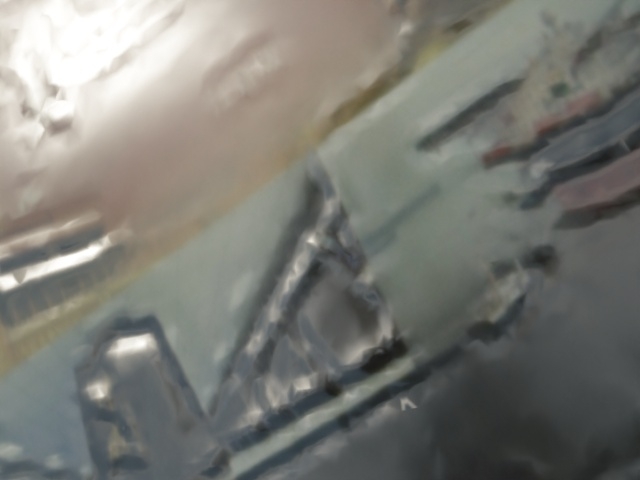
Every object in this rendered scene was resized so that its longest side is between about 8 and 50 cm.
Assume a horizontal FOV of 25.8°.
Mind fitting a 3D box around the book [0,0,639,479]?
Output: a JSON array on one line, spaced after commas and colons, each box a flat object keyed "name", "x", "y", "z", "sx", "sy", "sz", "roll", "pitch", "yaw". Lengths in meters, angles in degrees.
[{"name": "book", "x": 0.000, "y": 0.000, "z": 0.359, "sx": 0.263, "sy": 0.028, "sz": 0.373, "roll": -34, "pitch": 65, "yaw": 27}]
